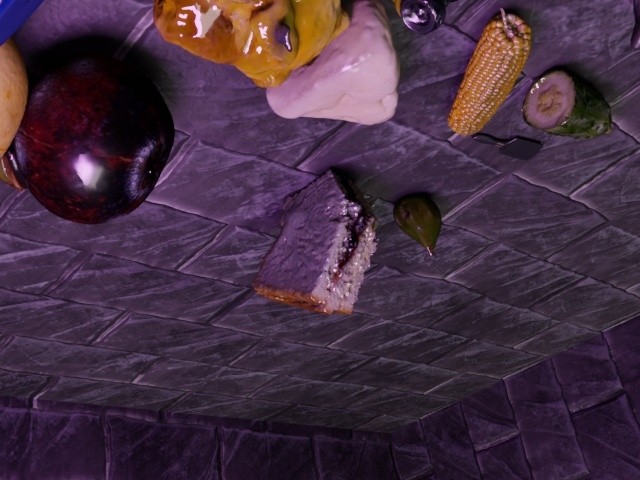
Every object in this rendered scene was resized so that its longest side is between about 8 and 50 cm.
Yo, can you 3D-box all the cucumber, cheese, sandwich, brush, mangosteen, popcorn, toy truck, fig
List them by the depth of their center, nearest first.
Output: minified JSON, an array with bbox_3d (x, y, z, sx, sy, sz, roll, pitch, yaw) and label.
[{"bbox_3d":[-0.096,-0.363,1.141,0.316,0.281,0.297,-18,134,-12],"label":"popcorn"},{"bbox_3d":[0.164,-0.452,1.191,0.165,0.147,0.224,33,149,5],"label":"toy truck"},{"bbox_3d":[-0.410,-0.187,1.325,0.300,0.300,0.300,-8,149,-5],"label":"mangosteen"},{"bbox_3d":[0.063,-0.316,1.339,0.251,0.173,0.248,11,152,-31],"label":"cheese"},{"bbox_3d":[0.555,-0.272,1.624,0.244,0.134,0.134,12,143,-39],"label":"cucumber"},{"bbox_3d":[0.000,0.000,1.739,0.131,0.325,0.262,29,167,-35],"label":"sandwich"},{"bbox_3d":[0.431,-0.224,1.763,0.193,0.016,0.063,8,144,-29],"label":"brush"},{"bbox_3d":[0.254,-0.038,1.866,0.117,0.177,0.117,-12,134,-13],"label":"fig"}]

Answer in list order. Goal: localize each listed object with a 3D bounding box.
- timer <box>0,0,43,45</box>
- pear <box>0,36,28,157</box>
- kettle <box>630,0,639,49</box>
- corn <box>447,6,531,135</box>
[{"bbox_3d":[-0.497,-0.428,0.904,0.383,0.270,0.270,42,126,-21],"label":"timer"},{"bbox_3d":[-0.610,-0.229,1.112,0.348,0.348,0.348,-8,149,-5],"label":"pear"},{"bbox_3d":[0.673,-0.469,1.275,0.321,0.228,0.324,-37,160,-17],"label":"kettle"},{"bbox_3d":[0.334,-0.321,1.489,0.102,0.101,0.310,-4,147,-11],"label":"corn"}]
